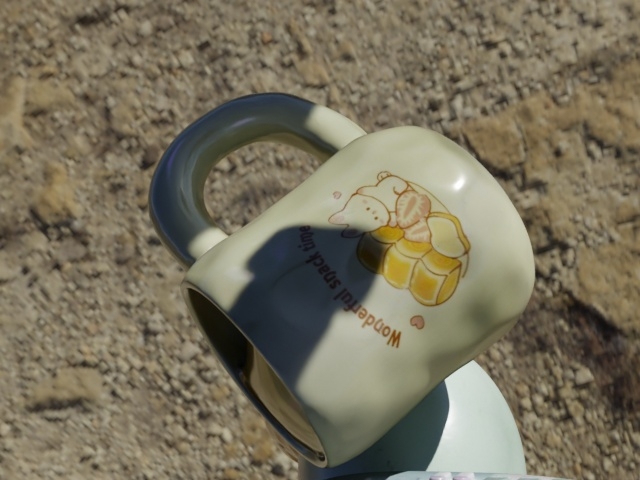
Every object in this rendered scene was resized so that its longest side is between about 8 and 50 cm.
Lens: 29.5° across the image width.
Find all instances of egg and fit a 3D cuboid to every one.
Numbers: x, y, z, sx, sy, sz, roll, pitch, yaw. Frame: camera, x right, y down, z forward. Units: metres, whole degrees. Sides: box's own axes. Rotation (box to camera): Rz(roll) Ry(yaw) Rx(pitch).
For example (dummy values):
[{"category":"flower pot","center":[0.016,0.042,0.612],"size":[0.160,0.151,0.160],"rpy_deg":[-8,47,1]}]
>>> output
[{"category":"egg","center":[0.074,0.203,0.970],"size":[0.182,0.183,0.264],"rpy_deg":[-11,63,15]}]

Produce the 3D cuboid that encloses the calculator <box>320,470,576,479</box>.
[{"category":"calculator","center":[0.051,0.181,0.764],"size":[0.298,0.185,0.041],"rpy_deg":[-7,91,29]}]

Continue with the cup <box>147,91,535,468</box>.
[{"category":"cup","center":[0.007,0.015,0.871],"size":[0.202,0.173,0.255],"rpy_deg":[-38,45,-16]}]

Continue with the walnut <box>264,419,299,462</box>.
[{"category":"walnut","center":[0.038,0.165,1.248],"size":[0.195,0.195,0.221],"rpy_deg":[-41,20,-8]}]
